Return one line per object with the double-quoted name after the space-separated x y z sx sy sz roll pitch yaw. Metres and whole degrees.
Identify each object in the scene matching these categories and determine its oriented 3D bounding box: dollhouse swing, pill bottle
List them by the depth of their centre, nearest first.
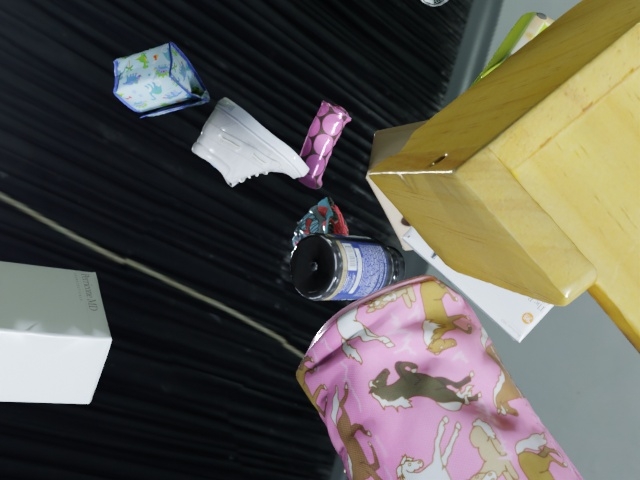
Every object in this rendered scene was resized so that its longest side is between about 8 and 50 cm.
0.293 -0.042 0.596 0.347 0.305 0.315 -39 11 -6 "dollhouse swing"
0.059 0.051 1.375 0.123 0.219 0.123 -4 84 43 "pill bottle"

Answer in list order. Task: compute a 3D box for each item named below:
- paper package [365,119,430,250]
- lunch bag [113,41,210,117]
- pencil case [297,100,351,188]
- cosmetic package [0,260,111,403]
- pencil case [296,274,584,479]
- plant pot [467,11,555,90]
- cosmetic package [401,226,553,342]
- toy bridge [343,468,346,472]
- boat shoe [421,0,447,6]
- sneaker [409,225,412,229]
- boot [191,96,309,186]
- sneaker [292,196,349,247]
0.306 -0.135 1.711 0.325 0.309 0.168 -7 53 23 "paper package"
-0.300 -0.289 1.391 0.129 0.151 0.096 -10 71 16 "lunch bag"
0.004 -0.235 1.794 0.095 0.098 0.209 37 111 31 "pencil case"
-0.567 0.145 1.222 0.217 0.385 0.156 53 127 49 "cosmetic package"
0.129 0.207 0.582 0.386 0.167 0.160 57 134 28 "pencil case"
0.347 -0.215 1.177 0.228 0.227 0.207 -53 -8 -36 "plant pot"
0.246 0.041 1.134 0.239 0.060 0.099 42 93 8 "cosmetic package"
0.101 0.394 1.440 0.026 0.063 0.188 -52 -19 -61 "toy bridge"
0.212 -0.444 1.070 0.119 0.121 0.335 -61 -6 -8 "boat shoe"
0.272 -0.021 1.638 0.170 0.063 0.075 -16 55 35 "sneaker"
-0.132 -0.152 1.363 0.095 0.258 0.123 37 91 42 "boot"
0.000 0.000 1.658 0.125 0.104 0.262 -32 19 10 "sneaker"
